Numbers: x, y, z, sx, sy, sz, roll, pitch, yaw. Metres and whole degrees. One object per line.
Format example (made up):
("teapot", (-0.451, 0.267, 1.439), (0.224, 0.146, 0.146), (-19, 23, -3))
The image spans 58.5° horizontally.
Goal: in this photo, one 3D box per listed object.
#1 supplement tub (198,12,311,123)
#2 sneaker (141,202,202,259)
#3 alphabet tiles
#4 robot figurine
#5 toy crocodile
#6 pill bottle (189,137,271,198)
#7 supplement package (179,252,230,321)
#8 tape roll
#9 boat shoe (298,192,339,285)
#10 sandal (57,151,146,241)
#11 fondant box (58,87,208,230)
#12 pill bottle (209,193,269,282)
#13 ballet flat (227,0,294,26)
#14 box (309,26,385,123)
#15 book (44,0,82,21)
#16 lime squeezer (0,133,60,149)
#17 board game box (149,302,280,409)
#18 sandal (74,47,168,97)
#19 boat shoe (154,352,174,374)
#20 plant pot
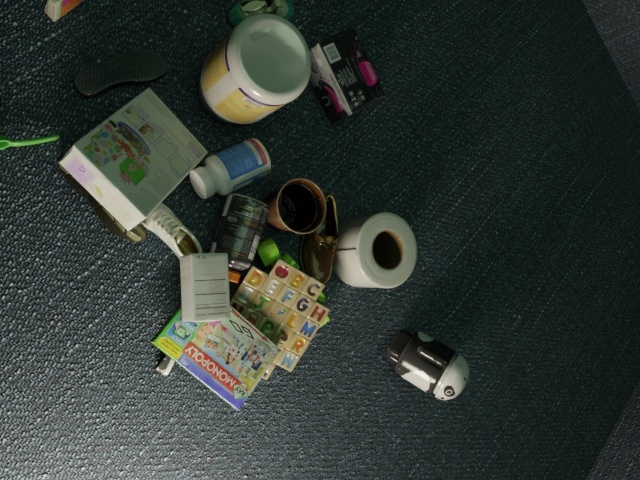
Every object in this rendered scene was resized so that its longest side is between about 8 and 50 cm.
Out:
("supplement tub", (-0.199, -0.467, 1.618), (0.240, 0.331, 0.241), (2, 86, -30))
("sneaker", (-0.417, -0.032, 1.601), (0.229, 0.092, 0.087), (47, 68, -17))
("alphabet tiles", (-0.144, 0.239, 1.716), (0.285, 0.011, 0.343), (32, 90, -19))
("robot figurine", (0.362, 0.419, 1.930), (0.209, 0.278, 0.174), (-11, 128, -66))
("toy crocodile", (-0.088, 0.141, 1.779), (0.115, 0.105, 0.341), (-41, 109, -6))
("pill bottle", (-0.267, -0.208, 1.681), (0.221, 0.124, 0.124), (-29, 101, -29))
("supplement package", (-0.311, 0.126, 1.538), (0.105, 0.105, 0.180), (0, 85, -32))
("tape roll", (0.175, 0.035, 1.892), (0.246, 0.169, 0.246), (2, 85, -30))
("boat shoe", (0.000, 0.000, 1.830), (0.110, 0.104, 0.308), (-1, 87, -30))
("sandal", (-0.562, -0.120, 1.515), (0.303, 0.120, 0.086), (53, 51, -16))
("fondant box", (-0.478, -0.221, 1.507), (0.238, 0.096, 0.330), (49, 40, -18))
("pill bottle", (-0.245, -0.003, 1.670), (0.130, 0.130, 0.246), (21, 82, -27))
("ballet flat", (-0.170, -0.722, 1.793), (0.247, 0.087, 0.083), (-23, 98, -29))
("box", (0.070, -0.540, 1.888), (0.163, 0.142, 0.247), (-33, 101, -26))
("book", (-0.654, -0.646, 1.505), (0.035, 0.096, 0.144), (50, 65, -17))
("lime squeezer", (-0.824, -0.266, 1.417), (0.310, 0.059, 0.110), (17, 48, -26))
("board game box", (-0.289, 0.299, 1.619), (0.317, 0.046, 0.214), (44, 65, -19))
("sandal", (-0.553, -0.464, 1.584), (0.254, 0.054, 0.097), (-21, 90, -20))
("boat shoe", (-0.420, 0.306, 1.601), (0.040, 0.049, 0.142), (28, 76, -25))
("plant pot", (-0.093, -0.098, 1.749), (0.166, 0.165, 0.167), (2, 86, -29))
